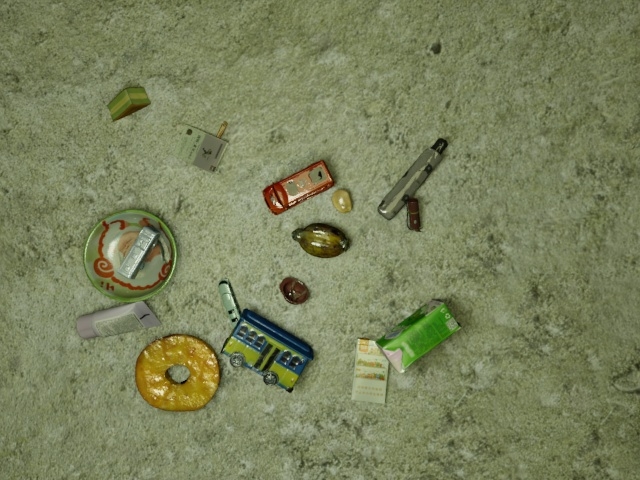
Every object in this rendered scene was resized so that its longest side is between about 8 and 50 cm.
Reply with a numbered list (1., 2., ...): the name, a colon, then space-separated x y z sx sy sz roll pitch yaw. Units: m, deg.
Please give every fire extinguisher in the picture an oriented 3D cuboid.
1. fire extinguisher: 0.324 -0.082 1.835 0.056 0.039 0.132 -8 120 5

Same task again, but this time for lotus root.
1. lotus root: 0.000 0.000 1.844 0.209 0.120 0.120 12 92 2

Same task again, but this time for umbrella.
1. umbrella: 0.322 -0.214 1.837 0.073 0.067 0.337 40 93 -8

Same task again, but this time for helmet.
1. helmet: -0.099 0.189 1.883 0.111 0.057 0.089 40 58 8

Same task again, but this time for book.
1. book: -0.434 -0.329 1.910 0.181 0.014 0.127 25 91 11

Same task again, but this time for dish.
1. dish: -0.663 0.055 1.899 0.324 0.124 0.324 0 87 -2

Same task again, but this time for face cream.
1. face cream: -0.732 0.288 1.911 0.273 0.096 0.154 -11 133 7

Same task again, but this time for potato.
1. potato: 0.077 -0.136 1.861 0.068 0.062 0.083 -34 63 33

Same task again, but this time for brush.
1. brush: -0.381 -0.354 1.919 0.043 0.014 0.170 29 92 2

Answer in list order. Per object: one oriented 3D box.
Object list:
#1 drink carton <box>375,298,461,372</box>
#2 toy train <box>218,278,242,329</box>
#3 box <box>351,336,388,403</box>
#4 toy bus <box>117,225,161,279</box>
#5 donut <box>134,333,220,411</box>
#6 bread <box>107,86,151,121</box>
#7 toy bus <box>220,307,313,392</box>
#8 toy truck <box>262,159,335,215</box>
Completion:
1. drink carton: 0.328 0.317 1.782 0.271 0.161 0.108 -36 90 -4
2. toy train: -0.319 0.238 1.907 0.043 0.047 0.208 -21 91 10
3. box: 0.178 0.460 1.877 0.122 0.032 0.221 6 92 5
4. toy bus: -0.616 0.040 1.801 0.064 0.075 0.190 30 87 1
5. donut: -0.500 0.466 1.896 0.302 0.110 0.303 0 92 3
6. bread: -0.705 -0.497 1.944 0.139 0.084 0.074 -25 89 36
7. toy bus: -0.183 0.380 1.833 0.287 0.138 0.175 32 95 -7
8. toy truck: -0.081 -0.185 1.846 0.252 0.114 0.108 -27 90 4
